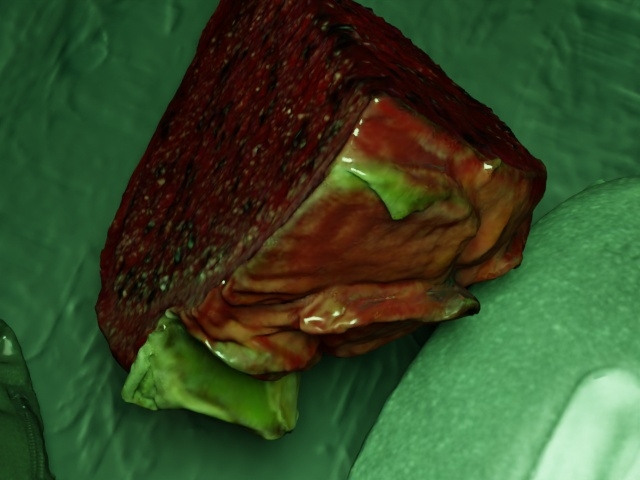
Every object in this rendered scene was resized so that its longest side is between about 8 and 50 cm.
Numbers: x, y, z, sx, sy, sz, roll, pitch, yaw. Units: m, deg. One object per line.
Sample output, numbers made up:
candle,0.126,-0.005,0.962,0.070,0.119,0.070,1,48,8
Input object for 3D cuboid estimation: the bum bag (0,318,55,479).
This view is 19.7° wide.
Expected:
bum bag,-0.185,0.173,0.893,0.142,0.080,0.326,-16,53,-8

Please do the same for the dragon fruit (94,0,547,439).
dragon fruit,0.000,0.000,0.907,0.152,0.317,0.205,32,103,-21

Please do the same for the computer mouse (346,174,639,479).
computer mouse,0.118,0.125,0.881,0.203,0.114,0.374,24,76,12
